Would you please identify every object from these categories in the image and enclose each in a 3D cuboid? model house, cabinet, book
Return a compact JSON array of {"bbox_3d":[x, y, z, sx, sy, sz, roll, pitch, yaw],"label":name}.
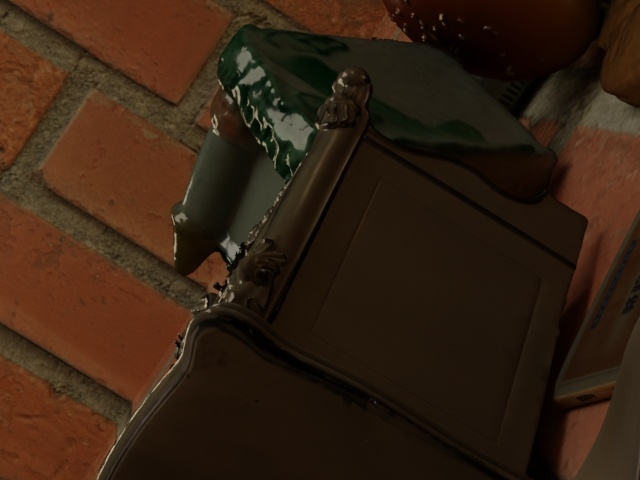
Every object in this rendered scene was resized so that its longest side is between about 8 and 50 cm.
[{"bbox_3d":[0.000,0.000,1.433,0.194,0.267,0.325,49,126,40],"label":"model house"},{"bbox_3d":[0.007,0.098,1.141,0.290,0.227,0.318,-57,6,38],"label":"cabinet"},{"bbox_3d":[0.225,0.013,0.962,0.170,0.018,0.241,-60,9,-19],"label":"book"}]

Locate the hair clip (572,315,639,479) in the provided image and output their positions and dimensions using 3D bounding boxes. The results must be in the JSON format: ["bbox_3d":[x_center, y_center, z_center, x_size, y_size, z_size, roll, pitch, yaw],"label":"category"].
[{"bbox_3d":[0.139,0.142,0.719,0.282,0.113,0.172,-60,6,22],"label":"hair clip"}]

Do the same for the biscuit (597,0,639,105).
[{"bbox_3d":[0.324,-0.267,1.341,0.269,0.051,0.376,-43,15,54],"label":"biscuit"}]

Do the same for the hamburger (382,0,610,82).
[{"bbox_3d":[0.163,-0.239,1.509,0.170,0.246,0.246,-63,9,-14],"label":"hamburger"}]

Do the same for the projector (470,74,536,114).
[{"bbox_3d":[0.135,-0.127,1.711,0.337,0.108,0.108,-55,8,12],"label":"projector"}]
